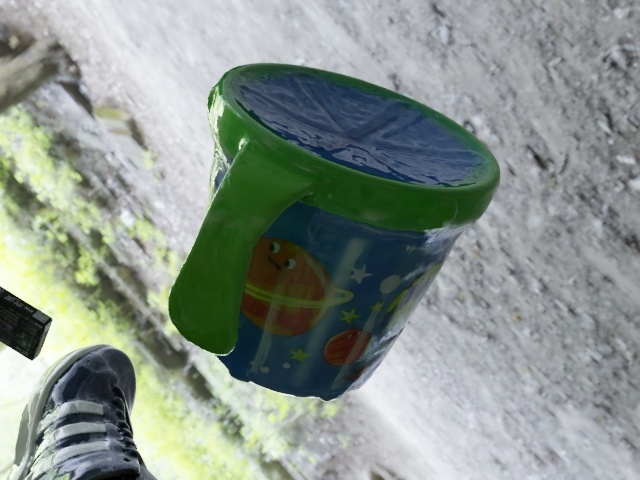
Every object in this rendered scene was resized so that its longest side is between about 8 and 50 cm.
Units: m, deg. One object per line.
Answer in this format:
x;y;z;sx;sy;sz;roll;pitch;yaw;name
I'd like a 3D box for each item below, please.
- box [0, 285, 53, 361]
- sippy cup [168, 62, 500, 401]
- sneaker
-0.372;0.100;1.122;0.083;0.018;0.067;31;124;3;box
0.000;0.000;0.766;0.240;0.306;0.224;53;132;48;sippy cup
-0.174;0.199;0.753;0.350;0.148;0.131;-82;-20;-62;sneaker
